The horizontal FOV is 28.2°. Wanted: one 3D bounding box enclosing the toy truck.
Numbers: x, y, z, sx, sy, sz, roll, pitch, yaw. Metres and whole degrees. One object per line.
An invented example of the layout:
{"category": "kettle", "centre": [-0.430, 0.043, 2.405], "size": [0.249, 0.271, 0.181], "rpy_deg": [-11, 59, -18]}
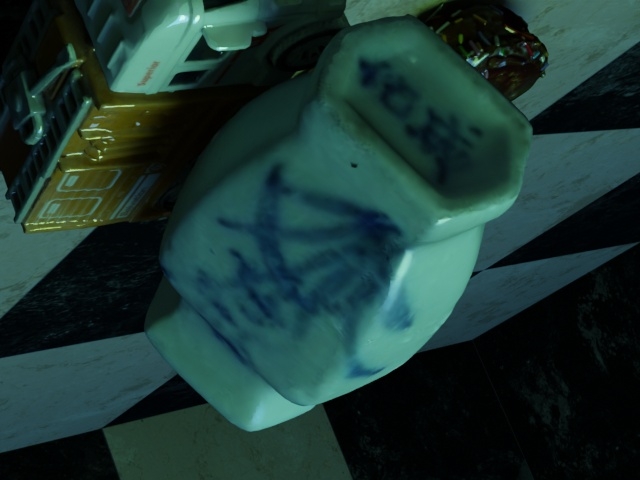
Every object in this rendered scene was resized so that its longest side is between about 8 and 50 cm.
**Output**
{"category": "toy truck", "centre": [-0.148, -0.150, 1.065], "size": [0.207, 0.173, 0.387], "rpy_deg": [-13, 162, -33]}

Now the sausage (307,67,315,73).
{"category": "sausage", "centre": [-0.018, -0.121, 1.558], "size": [0.078, 0.078, 0.304], "rpy_deg": [-17, 163, -19]}

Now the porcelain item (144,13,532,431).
{"category": "porcelain item", "centre": [0.000, 0.000, 1.046], "size": [0.178, 0.242, 0.405], "rpy_deg": [-44, 176, -38]}

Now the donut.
{"category": "donut", "centre": [0.154, -0.199, 1.490], "size": [0.216, 0.096, 0.230], "rpy_deg": [-17, 164, -29]}
